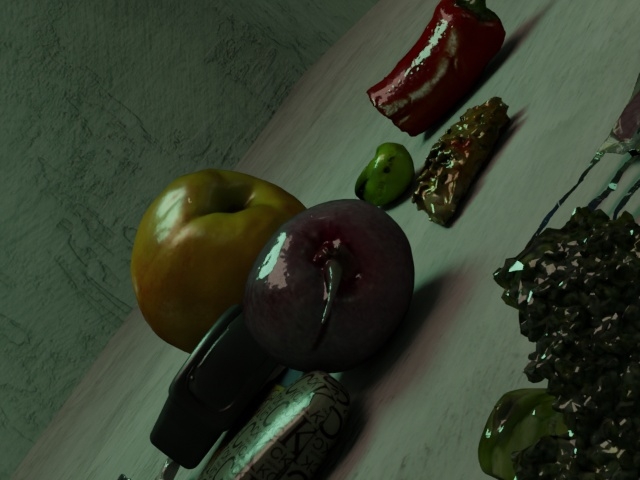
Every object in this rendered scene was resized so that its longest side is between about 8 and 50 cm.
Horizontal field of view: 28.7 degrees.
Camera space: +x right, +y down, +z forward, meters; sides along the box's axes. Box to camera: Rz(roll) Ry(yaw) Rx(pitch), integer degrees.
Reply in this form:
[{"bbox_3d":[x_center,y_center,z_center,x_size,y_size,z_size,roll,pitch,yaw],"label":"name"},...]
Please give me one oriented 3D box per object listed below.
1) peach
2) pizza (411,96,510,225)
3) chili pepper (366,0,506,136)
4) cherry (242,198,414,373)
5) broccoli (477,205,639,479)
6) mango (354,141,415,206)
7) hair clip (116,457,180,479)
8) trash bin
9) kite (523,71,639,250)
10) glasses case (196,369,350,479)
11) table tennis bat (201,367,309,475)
[{"bbox_3d":[-0.138,0.050,1.880,0.289,0.289,0.308,-64,-12,-52],"label":"peach"},{"bbox_3d":[0.170,-0.102,1.680,0.226,0.069,0.147,-55,14,-27],"label":"pizza"},{"bbox_3d":[0.228,-0.323,2.026,0.338,0.131,0.134,-50,-15,21],"label":"chili pepper"},{"bbox_3d":[0.010,0.057,1.460,0.213,0.183,0.266,-40,-3,-21],"label":"cherry"},{"bbox_3d":[0.181,0.095,0.699,0.361,0.221,0.252,-121,36,-79],"label":"broccoli"},{"bbox_3d":[0.101,-0.097,1.934,0.091,0.074,0.165,-59,0,-15],"label":"mango"},{"bbox_3d":[-0.242,0.379,1.705,0.146,0.075,0.257,-51,17,6],"label":"hair clip"},{"bbox_3d":[-0.138,0.197,1.699,0.176,0.101,0.236,-55,-2,-35],"label":"trash bin"},{"bbox_3d":[0.308,-0.094,1.182,0.360,0.022,0.204,-53,19,-7],"label":"kite"},{"bbox_3d":[-0.096,0.288,1.362,0.354,0.085,0.137,-50,12,0],"label":"glasses case"},{"bbox_3d":[-0.060,0.215,1.597,0.329,0.044,0.215,-53,6,-8],"label":"table tennis bat"}]
